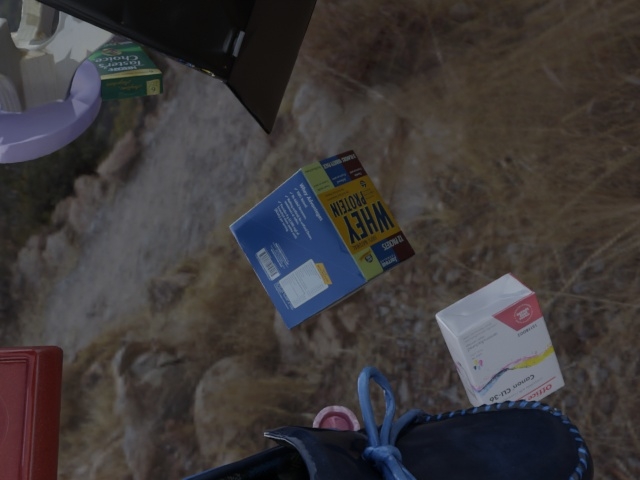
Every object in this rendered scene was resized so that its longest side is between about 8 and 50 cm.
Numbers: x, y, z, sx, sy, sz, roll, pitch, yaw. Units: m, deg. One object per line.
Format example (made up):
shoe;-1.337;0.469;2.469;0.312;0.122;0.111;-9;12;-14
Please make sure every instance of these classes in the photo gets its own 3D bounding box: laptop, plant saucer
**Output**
laptop;-0.136;-0.379;1.045;0.236;0.408;0.381;9;80;65
plant saucer;-0.464;0.241;1.096;0.047;0.259;0.258;106;160;-54

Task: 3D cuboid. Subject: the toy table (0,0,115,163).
toy table;-0.379;-0.235;1.108;0.274;0.252;0.160;-102;15;-52

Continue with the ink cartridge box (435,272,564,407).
ink cartridge box;0.238;0.156;1.120;0.198;0.115;0.067;64;173;-29

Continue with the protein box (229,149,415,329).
protein box;0.000;0.000;1.391;0.201;0.136;0.199;-35;83;42

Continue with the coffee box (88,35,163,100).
coffee box;-0.340;-0.288;1.439;0.184;0.113;0.040;51;144;47

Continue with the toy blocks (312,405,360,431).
toy blocks;0.078;0.397;1.131;0.260;0.289;0.309;97;-164;-66

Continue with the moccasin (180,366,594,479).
moccasin;0.002;0.156;0.451;0.138;0.342;0.116;42;144;51
